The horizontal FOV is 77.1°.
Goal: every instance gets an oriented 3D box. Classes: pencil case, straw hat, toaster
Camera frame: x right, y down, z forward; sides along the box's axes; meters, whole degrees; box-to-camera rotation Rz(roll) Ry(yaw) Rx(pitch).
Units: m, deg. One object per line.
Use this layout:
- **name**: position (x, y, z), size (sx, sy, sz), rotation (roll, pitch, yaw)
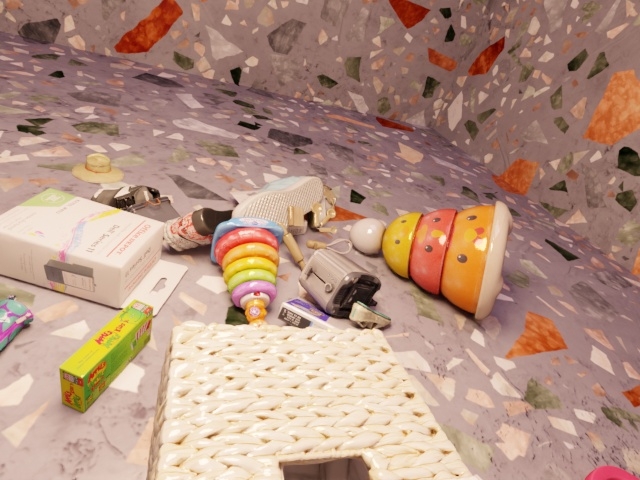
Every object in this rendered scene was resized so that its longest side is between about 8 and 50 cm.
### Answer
- **pencil case**: position (-0.561, 0.166, 0.679), size (0.070, 0.065, 0.152), rotation (-6, 32, 6)
- **straw hat**: position (-0.691, -0.237, 1.249), size (0.144, 0.061, 0.145), rotation (15, 32, -9)
- **toaster**: position (0.052, 0.107, 1.033), size (0.146, 0.129, 0.227), rotation (38, 12, 34)

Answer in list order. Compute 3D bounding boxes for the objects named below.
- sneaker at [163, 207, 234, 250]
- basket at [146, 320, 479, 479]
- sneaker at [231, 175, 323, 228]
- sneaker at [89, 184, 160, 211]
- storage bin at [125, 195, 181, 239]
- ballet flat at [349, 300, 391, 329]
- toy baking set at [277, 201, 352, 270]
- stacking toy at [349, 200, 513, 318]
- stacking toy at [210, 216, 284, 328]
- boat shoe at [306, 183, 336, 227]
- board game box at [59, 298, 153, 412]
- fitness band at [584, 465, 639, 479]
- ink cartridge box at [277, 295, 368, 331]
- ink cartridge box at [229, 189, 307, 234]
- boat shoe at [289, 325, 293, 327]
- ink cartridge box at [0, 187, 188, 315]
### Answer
- **sneaker**: position (-0.307, -0.025, 1.095), size (0.144, 0.090, 0.270), rotation (-17, -8, 15)
- **basket**: position (-0.050, 0.310, 0.499), size (0.328, 0.332, 0.266), rotation (7, 27, -21)
- **sneaker**: position (-0.149, -0.107, 1.220), size (0.150, 0.135, 0.365), rotation (7, 23, 37)
- **sneaker**: position (-0.512, -0.110, 1.077), size (0.106, 0.078, 0.234), rotation (-2, 15, 9)
- **storage bin**: position (-0.439, -0.054, 1.080), size (0.091, 0.098, 0.135), rotation (40, 35, 13)
- **ballet flat**: position (0.123, 0.197, 1.014), size (0.057, 0.053, 0.168), rotation (23, -7, 43)
- **toy baking set**: position (-0.006, 0.002, 1.174), size (0.196, 0.030, 0.256), rotation (-26, 91, -25)
- **stacking toy**: position (0.314, 0.027, 1.248), size (0.479, 0.351, 0.350), rotation (10, 27, 21)
- **stacking toy**: position (-0.163, 0.104, 0.953), size (0.175, 0.166, 0.302), rotation (4, 49, -22)
- **boat shoe**: position (0.005, -0.139, 1.436), size (0.103, 0.113, 0.302), rotation (7, 32, -9)
- **board game box**: position (-0.371, 0.197, 0.711), size (0.043, 0.092, 0.181), rotation (21, 31, 4)
- **fitness band**: position (0.619, 0.566, 0.730), size (0.208, 0.054, 0.291), rotation (2, 36, -32)
- **ink cartridge box**: position (0.015, 0.197, 0.939), size (0.206, 0.045, 0.208), rotation (25, 0, 8)
- **ink cartridge box**: position (-0.176, -0.091, 1.322), size (0.180, 0.056, 0.224), rotation (-9, 38, -38)
- **boat shoe**: position (-0.019, 0.228, 0.901), size (0.132, 0.042, 0.049), rotation (26, 0, 19)
- **ink cartridge box**: position (-0.493, 0.020, 0.895), size (0.353, 0.119, 0.207), rotation (17, 30, -4)
